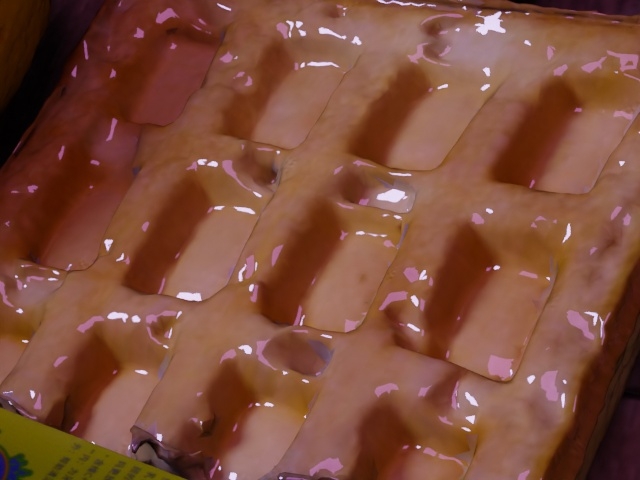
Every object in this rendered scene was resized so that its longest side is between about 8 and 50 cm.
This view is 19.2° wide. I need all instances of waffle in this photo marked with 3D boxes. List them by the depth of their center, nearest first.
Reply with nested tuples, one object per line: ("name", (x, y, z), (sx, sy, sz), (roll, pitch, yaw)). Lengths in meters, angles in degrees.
("waffle", (-0.001, 0.000, 0.863), (0.348, 0.077, 0.304), (12, 56, 28))

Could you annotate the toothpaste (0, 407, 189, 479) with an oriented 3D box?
("toothpaste", (-0.187, 0.118, 0.813), (0.327, 0.110, 0.077), (17, 41, 22))

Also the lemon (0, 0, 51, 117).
("lemon", (-0.259, -0.128, 0.929), (0.245, 0.245, 0.320), (17, 56, 21))
